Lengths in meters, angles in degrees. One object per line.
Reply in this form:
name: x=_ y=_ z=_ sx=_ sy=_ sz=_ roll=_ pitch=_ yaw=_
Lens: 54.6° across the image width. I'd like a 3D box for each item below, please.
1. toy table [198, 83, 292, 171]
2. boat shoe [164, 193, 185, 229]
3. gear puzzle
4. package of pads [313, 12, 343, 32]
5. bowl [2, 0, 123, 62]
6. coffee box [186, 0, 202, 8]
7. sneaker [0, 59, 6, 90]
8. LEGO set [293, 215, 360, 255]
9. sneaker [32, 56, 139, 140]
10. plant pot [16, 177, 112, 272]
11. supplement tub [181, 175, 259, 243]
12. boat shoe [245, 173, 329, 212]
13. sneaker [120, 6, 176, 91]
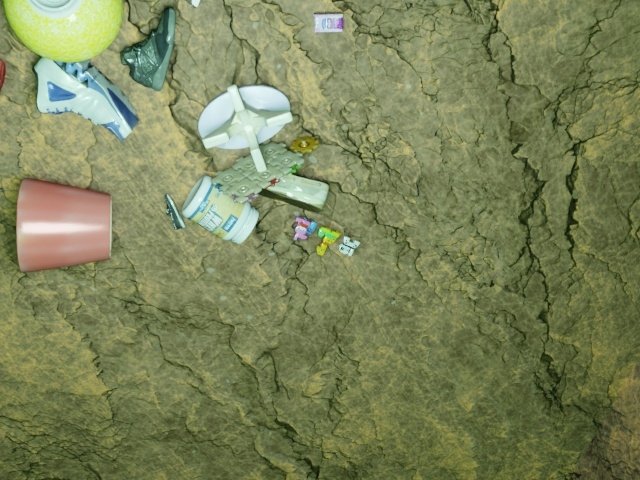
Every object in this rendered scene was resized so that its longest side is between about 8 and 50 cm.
toy table: x=-0.214 y=-0.332 z=1.766 sx=0.274 sy=0.161 sz=0.252 roll=-28 pitch=117 yaw=6
boat shoe: x=-0.460 y=-0.087 z=1.925 sx=0.038 sy=0.046 sz=0.125 roll=-21 pitch=126 yaw=-2
gear puzzle: x=-0.147 y=-0.217 z=1.816 sx=0.339 sy=0.175 sz=0.044 roll=-37 pitch=138 yaw=-23
package of pads: x=0.021 y=-0.607 z=1.727 sx=0.083 sy=0.032 sz=0.050 roll=-3 pitch=120 yaw=-6
bowl: x=-0.642 y=-0.599 z=1.519 sx=0.290 sy=0.156 sz=0.289 roll=-1 pitch=93 yaw=-11
coffee box: x=-0.326 y=-0.671 z=1.527 sx=0.141 sy=0.246 sz=0.098 roll=39 pitch=106 yaw=-23
sneaker: x=-0.945 y=-0.407 z=1.673 sx=0.128 sy=0.087 sz=0.221 roll=23 pitch=111 yaw=-19
LEGO set: x=0.000 y=0.000 z=2.003 sx=0.227 sy=0.087 sz=0.093 roll=22 pitch=97 yaw=-17
sneaker: x=-0.667 y=-0.388 z=1.708 sx=0.182 sy=0.127 sz=0.315 roll=-35 pitch=109 yaw=15
plant pot: x=-0.735 y=-0.043 z=1.803 sx=0.243 sy=0.275 sz=0.275 roll=0 pitch=117 yaw=-18
supplement tub: x=-0.304 y=-0.090 z=1.886 sx=0.200 sy=0.144 sz=0.144 roll=32 pitch=109 yaw=-21
boat shoe: x=-0.123 y=-0.180 z=1.898 sx=0.302 sy=0.109 sz=0.098 roll=19 pitch=78 yaw=-4
sneaker: x=-0.465 y=-0.527 z=1.673 sx=0.130 sy=0.087 sz=0.227 roll=14 pitch=120 yaw=-21
